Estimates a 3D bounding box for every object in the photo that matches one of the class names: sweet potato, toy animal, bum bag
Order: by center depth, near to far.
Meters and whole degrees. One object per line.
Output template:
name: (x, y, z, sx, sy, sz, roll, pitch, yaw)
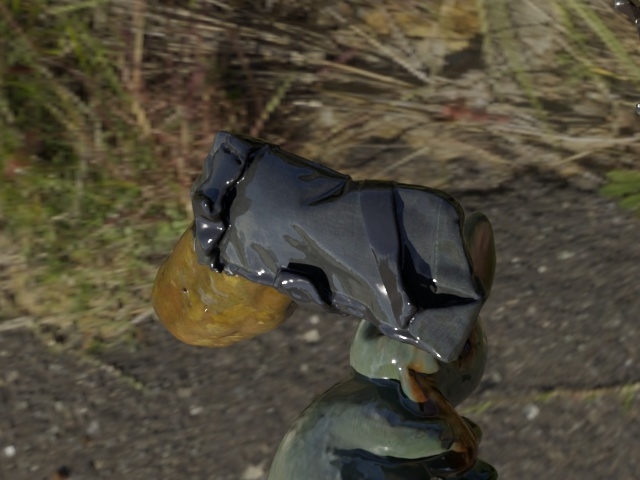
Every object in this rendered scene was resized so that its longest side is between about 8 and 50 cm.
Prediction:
bum bag: (0.000, 0.000, 0.909, 0.197, 0.049, 0.087, 19, 110, 35)
toy animal: (0.044, 0.088, 1.045, 0.138, 0.108, 0.236, 7, 84, 11)
sweet potato: (-0.106, 0.048, 1.994, 0.157, 0.369, 0.158, 7, 68, -18)

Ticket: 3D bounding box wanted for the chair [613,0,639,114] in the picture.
chair: (0.268, -0.118, 1.143, 0.101, 0.212, 0.084, -13, 83, 21)
